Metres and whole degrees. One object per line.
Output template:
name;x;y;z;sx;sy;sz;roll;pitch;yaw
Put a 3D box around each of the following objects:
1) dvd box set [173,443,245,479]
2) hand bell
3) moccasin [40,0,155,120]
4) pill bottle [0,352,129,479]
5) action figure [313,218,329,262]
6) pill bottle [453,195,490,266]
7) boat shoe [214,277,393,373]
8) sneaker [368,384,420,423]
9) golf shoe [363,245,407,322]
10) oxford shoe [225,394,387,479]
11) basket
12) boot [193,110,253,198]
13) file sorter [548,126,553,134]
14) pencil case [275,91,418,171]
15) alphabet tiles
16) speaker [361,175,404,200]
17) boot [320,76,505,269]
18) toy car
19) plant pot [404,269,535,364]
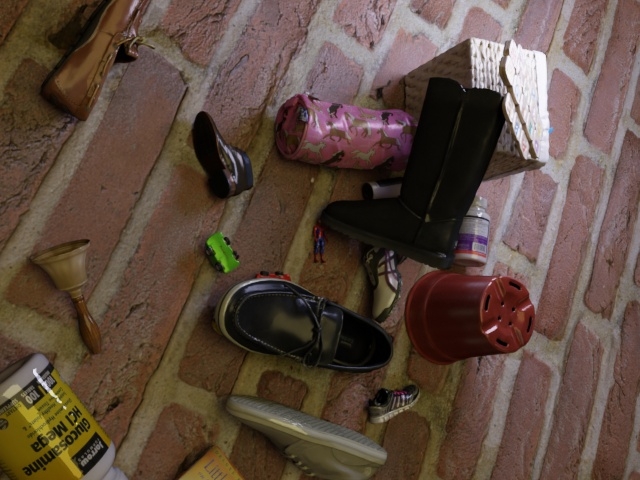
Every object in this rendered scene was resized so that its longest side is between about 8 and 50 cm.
dvd box set;-0.292;0.698;1.587;0.420;0.062;0.307;-40;92;-30
hand bell;-0.513;0.131;1.560;0.126;0.126;0.242;-23;108;-32
moccasin;-0.459;-0.437;1.639;0.147;0.139;0.380;36;67;-23
pill bottle;-0.527;0.402;1.444;0.188;0.188;0.334;-41;105;-29
action figure;0.000;0.000;1.922;0.038;0.030;0.115;2;80;-26
pill bottle;0.438;-0.027;2.146;0.108;0.108;0.193;17;74;-29
boat shoe;-0.022;0.212;1.764;0.500;0.156;0.186;23;81;-35
sneaker;0.193;0.418;1.956;0.170;0.063;0.074;-25;102;-27
golf shoe;0.163;0.088;1.981;0.120;0.105;0.272;18;69;-10
oxford shoe;-0.037;0.487;1.760;0.449;0.169;0.130;29;89;-26
basket;0.430;-0.350;2.061;0.266;0.331;0.328;6;81;-29
boot;-0.236;-0.209;1.795;0.106;0.082;0.219;-13;85;-54
file sorter;0.615;-0.329;2.294;0.170;0.118;0.104;-39;101;-30
pencil case;0.078;-0.279;1.937;0.386;0.167;0.160;4;48;-31
alphabet tiles;0.502;-0.346;1.823;0.284;0.021;0.278;58;40;-34
speaker;0.182;-0.143;2.038;0.136;0.055;0.055;-12;89;-32
boot;0.230;-0.195;1.846;0.367;0.146;0.445;20;103;13
toy car;-0.208;0.084;1.766;0.239;0.053;0.225;-35;101;-31
plant pot;0.419;0.205;2.008;0.272;0.265;0.272;5;80;-31
